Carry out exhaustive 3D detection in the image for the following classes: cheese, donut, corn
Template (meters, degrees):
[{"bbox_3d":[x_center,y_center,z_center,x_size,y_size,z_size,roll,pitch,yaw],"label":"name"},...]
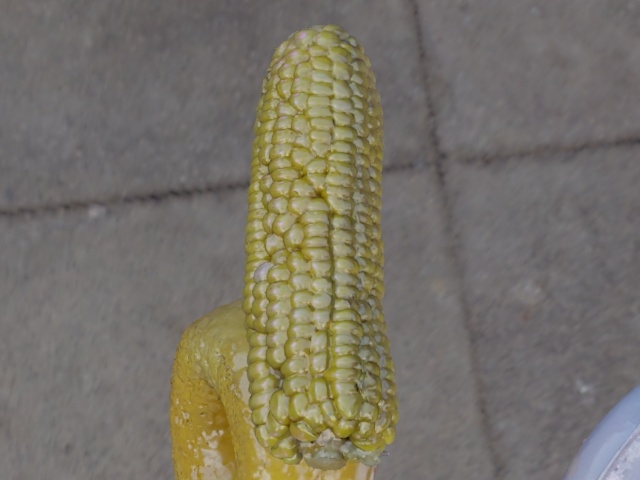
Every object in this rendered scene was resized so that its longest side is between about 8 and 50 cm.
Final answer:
[{"bbox_3d":[0.190,0.107,0.930,0.052,0.135,0.244,35,49,26],"label":"cheese"},{"bbox_3d":[-0.045,0.170,1.437,0.108,0.277,0.278,-7,73,-21],"label":"donut"},{"bbox_3d":[0.000,0.000,1.122,0.101,0.101,0.292,4,73,-11],"label":"corn"}]
